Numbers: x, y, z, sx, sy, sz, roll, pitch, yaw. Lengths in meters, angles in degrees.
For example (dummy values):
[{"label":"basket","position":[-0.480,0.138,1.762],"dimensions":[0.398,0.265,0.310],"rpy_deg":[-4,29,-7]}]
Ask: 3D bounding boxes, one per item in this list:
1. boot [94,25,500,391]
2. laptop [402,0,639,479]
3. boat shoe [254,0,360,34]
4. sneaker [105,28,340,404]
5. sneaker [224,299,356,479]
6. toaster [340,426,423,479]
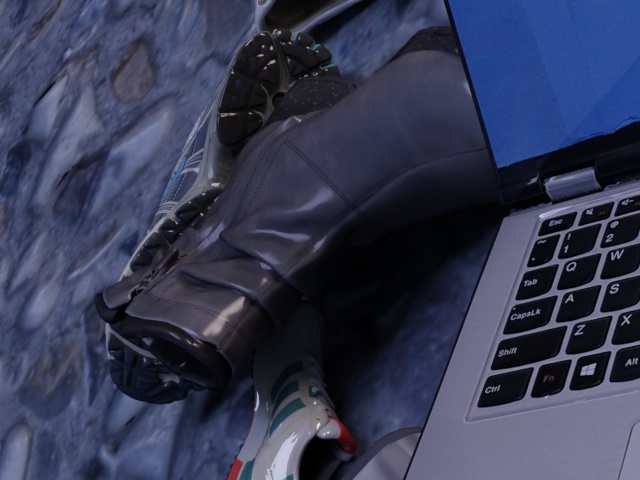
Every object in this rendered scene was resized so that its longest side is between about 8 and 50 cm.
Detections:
[{"label":"boot","position":[0.000,0.000,0.991],"dimensions":[0.223,0.118,0.338],"rpy_deg":[-48,13,-19]},{"label":"laptop","position":[0.162,-0.089,0.657],"dimensions":[0.382,0.236,0.408],"rpy_deg":[-16,35,39]},{"label":"boat shoe","position":[0.038,-0.223,1.214],"dimensions":[0.277,0.098,0.096],"rpy_deg":[-37,36,52]},{"label":"sneaker","position":[-0.070,-0.010,1.210],"dimensions":[0.283,0.110,0.122],"rpy_deg":[-64,11,-11]},{"label":"sneaker","position":[-0.006,0.110,1.033],"dimensions":[0.075,0.057,0.161],"rpy_deg":[-8,53,34]},{"label":"toaster","position":[0.057,0.194,0.771],"dimensions":[0.227,0.129,0.146],"rpy_deg":[-54,33,3]}]
